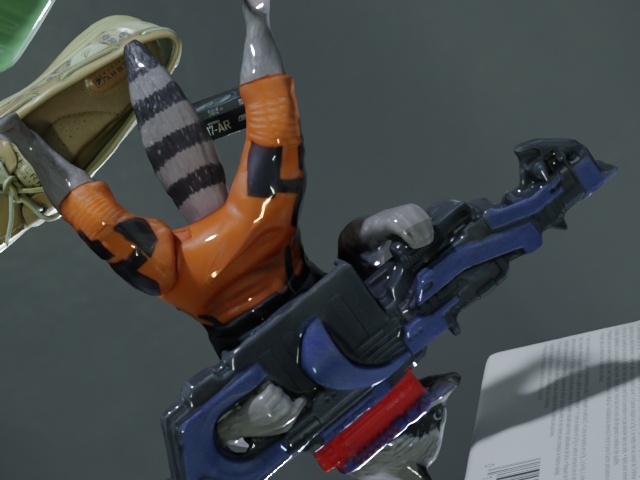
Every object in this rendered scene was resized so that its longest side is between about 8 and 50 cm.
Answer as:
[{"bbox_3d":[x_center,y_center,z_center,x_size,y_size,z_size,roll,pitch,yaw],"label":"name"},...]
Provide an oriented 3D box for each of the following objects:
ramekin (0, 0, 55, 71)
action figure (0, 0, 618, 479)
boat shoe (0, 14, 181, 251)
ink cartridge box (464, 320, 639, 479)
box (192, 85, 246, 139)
[{"bbox_3d":[-0.248,-0.276,1.509,0.148,0.303,0.303,26,-170,-15],"label":"ramekin"},{"bbox_3d":[0.000,0.000,1.244,0.330,0.341,0.178,61,170,-10],"label":"action figure"},{"bbox_3d":[-0.237,-0.090,1.734,0.104,0.285,0.089,45,166,-24],"label":"boat shoe"},{"bbox_3d":[0.221,0.115,1.192,0.296,0.261,0.066,-64,-43,-70],"label":"ink cartridge box"},{"bbox_3d":[-0.083,-0.093,1.511,0.083,0.067,0.018,-109,-2,-75],"label":"box"}]
